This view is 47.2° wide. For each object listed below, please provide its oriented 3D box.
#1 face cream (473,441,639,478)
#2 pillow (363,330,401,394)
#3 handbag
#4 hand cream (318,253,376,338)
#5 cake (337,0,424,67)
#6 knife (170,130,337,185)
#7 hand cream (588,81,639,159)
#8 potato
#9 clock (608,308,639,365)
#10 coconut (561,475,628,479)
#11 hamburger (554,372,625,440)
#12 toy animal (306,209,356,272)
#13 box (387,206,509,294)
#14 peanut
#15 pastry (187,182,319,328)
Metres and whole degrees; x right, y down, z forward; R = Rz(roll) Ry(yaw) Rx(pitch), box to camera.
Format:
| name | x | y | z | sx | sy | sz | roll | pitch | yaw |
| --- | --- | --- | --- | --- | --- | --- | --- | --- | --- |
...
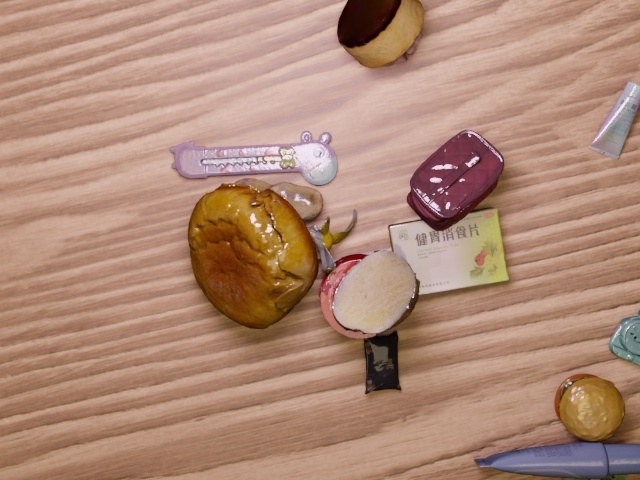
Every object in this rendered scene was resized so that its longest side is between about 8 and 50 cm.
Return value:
| name | x | y | z | sx | sy | sz | roll | pitch | yaw |
| --- | --- | --- | --- | --- | --- | --- | --- | --- | --- |
| face cream | 0.564 | 0.522 | 1.735 | 0.385 | 0.135 | 0.086 | -3 | 80 | 6 |
| pillow | 0.150 | 0.297 | 1.781 | 0.090 | 0.048 | 0.150 | -2 | 93 | 4 |
| handbag | 0.305 | -0.135 | 1.665 | 0.225 | 0.135 | 0.146 | -40 | 74 | -7 |
| hand cream | 0.092 | 0.128 | 1.729 | 0.193 | 0.125 | 0.193 | 0 | 94 | 1 |
| cake | 0.158 | -0.474 | 1.649 | 0.178 | 0.208 | 0.185 | 23 | 55 | -33 |
| knife | -0.159 | -0.191 | 1.750 | 0.399 | 0.038 | 0.132 | -2 | 93 | 2 |
| hand cream | 0.701 | -0.283 | 1.718 | 0.076 | 0.047 | 0.174 | 22 | 104 | -1 |
| potato | 0.139 | 0.130 | 1.612 | 0.202 | 0.117 | 0.182 | -51 | 53 | 6 |
| clock | 0.762 | 0.227 | 1.760 | 0.101 | 0.041 | 0.135 | 22 | 96 | -1 |
| coconut | 0.686 | 0.578 | 1.789 | 0.133 | 0.055 | 0.158 | 44 | 96 | -1 |
| hamburger | 0.637 | 0.393 | 1.742 | 0.162 | 0.115 | 0.162 | 0 | 95 | -1 |
| toy animal | 0.000 | 0.000 | 1.724 | 0.095 | 0.219 | 0.155 | 46 | 138 | -17 |
| box | 0.303 | 0.028 | 1.745 | 0.260 | 0.062 | 0.175 | -10 | 95 | 3 |
| peanut | -0.105 | -0.099 | 1.726 | 0.228 | 0.104 | 0.085 | 8 | 68 | 4 |
| pastry | -0.162 | 0.035 | 1.653 | 0.356 | 0.164 | 0.356 | 16 | 123 | 26 |
